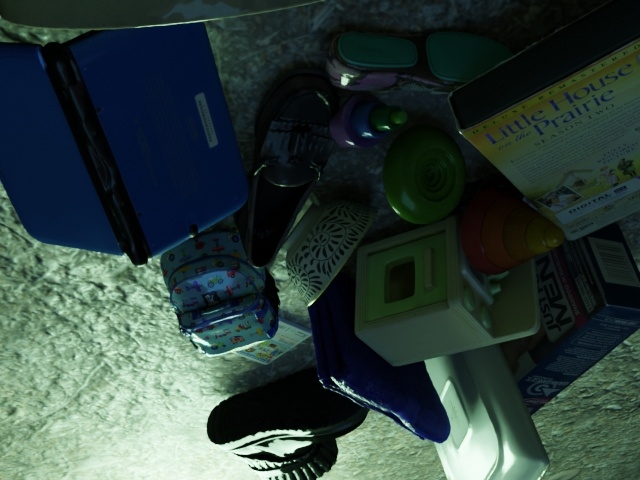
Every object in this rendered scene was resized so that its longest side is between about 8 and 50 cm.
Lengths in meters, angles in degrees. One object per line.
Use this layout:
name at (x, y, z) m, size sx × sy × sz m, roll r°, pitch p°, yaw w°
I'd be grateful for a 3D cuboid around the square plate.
square plate at (0.241, 0.286, 1.440) m, size 0.049 × 0.347 × 0.344 m, roll -8°, pitch 143°, yaw -14°

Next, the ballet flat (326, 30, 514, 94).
ballet flat at (0.113, -0.202, 1.023) m, size 0.221 × 0.077 × 0.079 m, roll 0°, pitch 159°, yaw -9°

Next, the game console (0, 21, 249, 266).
game console at (-0.253, -0.132, 1.026) m, size 0.250 × 0.173 × 0.293 m, roll -32°, pitch 134°, yaw -21°

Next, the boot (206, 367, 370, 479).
boot at (-0.016, 0.370, 1.670) m, size 0.347 × 0.131 × 0.260 m, roll -15°, pitch 136°, yaw 26°

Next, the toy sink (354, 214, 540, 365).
toy sink at (0.177, 0.066, 1.252) m, size 0.234 × 0.153 × 0.131 m, roll -17°, pitch 141°, yaw 28°

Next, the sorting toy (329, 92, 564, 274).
sorting toy at (0.179, -0.068, 1.083) m, size 0.365 × 0.127 × 0.126 m, roll 34°, pitch 167°, yaw -30°

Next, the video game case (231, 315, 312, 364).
video game case at (-0.086, 0.173, 1.506) m, size 0.087 × 0.011 × 0.122 m, roll 26°, pitch 130°, yaw -38°

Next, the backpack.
backpack at (-0.150, 0.072, 1.279) m, size 0.158 × 0.117 × 0.173 m, roll -15°, pitch 139°, yaw 6°

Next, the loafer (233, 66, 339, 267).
loafer at (-0.042, -0.081, 1.118) m, size 0.109 × 0.095 × 0.303 m, roll 7°, pitch 140°, yaw -16°

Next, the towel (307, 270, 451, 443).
towel at (0.082, 0.182, 1.371) m, size 0.076 × 0.228 × 0.308 m, roll -32°, pitch 137°, yaw 18°

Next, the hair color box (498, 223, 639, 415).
hair color box at (0.364, 0.135, 1.414) m, size 0.105 × 0.174 × 0.347 m, roll 10°, pitch 138°, yaw -23°

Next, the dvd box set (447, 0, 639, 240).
dvd box set at (0.378, -0.145, 1.084) m, size 0.307 × 0.062 × 0.420 m, roll -28°, pitch 150°, yaw 23°

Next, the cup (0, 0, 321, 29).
cup at (-0.104, -0.316, 0.667) m, size 0.330 × 0.331 × 0.237 m, roll -7°, pitch 116°, yaw -2°

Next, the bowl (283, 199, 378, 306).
bowl at (0.000, 0.000, 1.212) m, size 0.080 × 0.170 × 0.170 m, roll 36°, pitch 131°, yaw -4°

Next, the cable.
cable at (0.224, -0.039, 1.276) m, size 0.150 × 0.047 × 0.185 m, roll -4°, pitch 147°, yaw 2°
